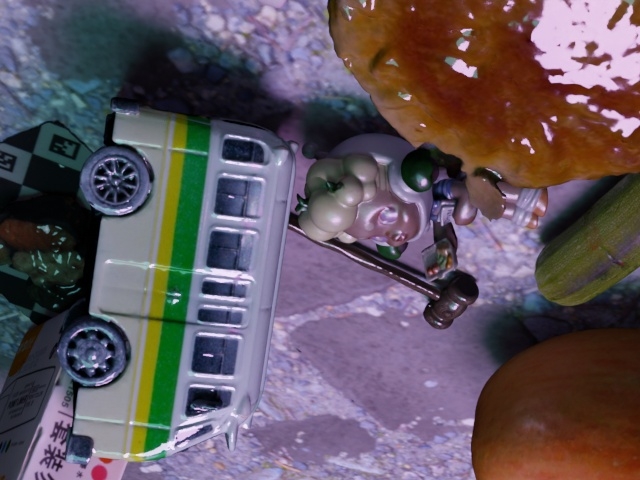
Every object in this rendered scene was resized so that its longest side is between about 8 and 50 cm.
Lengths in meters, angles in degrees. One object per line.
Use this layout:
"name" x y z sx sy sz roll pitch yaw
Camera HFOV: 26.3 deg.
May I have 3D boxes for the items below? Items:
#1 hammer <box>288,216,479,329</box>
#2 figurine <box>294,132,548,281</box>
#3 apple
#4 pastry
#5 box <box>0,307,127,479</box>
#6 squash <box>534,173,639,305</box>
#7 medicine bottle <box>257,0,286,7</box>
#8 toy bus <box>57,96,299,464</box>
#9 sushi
"hammer" 0.000 0.000 1.186 0.292 0.029 0.058 25 137 -13
"figurine" 0.077 -0.028 1.074 0.197 0.093 0.147 13 152 -2
"apple" 0.253 0.197 1.188 0.241 0.242 0.242 -4 139 29
"pastry" 0.141 -0.167 0.855 0.330 0.136 0.329 9 142 7
"box" -0.243 0.179 1.254 0.091 0.221 0.274 26 157 -18
"squash" 0.247 -0.019 1.065 0.066 0.066 0.229 25 140 -16
"medicine bottle" -0.121 -0.247 0.816 0.254 0.152 0.152 17 141 -6
"toy bus" -0.114 0.034 1.064 0.165 0.276 0.133 7 -174 -8
"sushi" -0.254 0.010 1.244 0.231 0.047 0.219 -18 133 32
